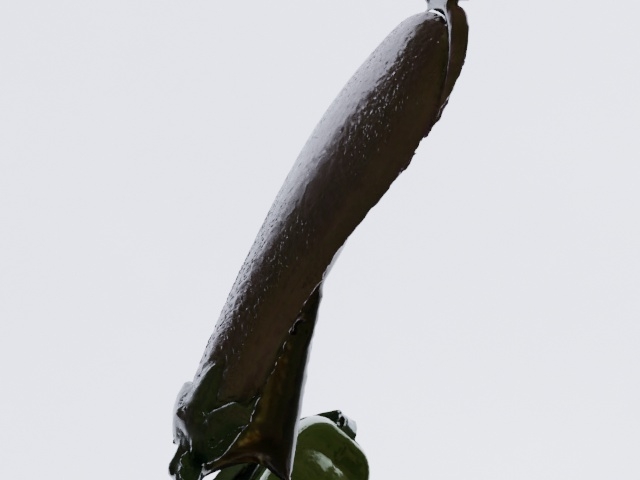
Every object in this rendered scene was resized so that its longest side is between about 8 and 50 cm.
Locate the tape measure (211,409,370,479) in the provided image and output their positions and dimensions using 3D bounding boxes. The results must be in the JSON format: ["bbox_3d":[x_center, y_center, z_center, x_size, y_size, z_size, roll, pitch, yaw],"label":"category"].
[{"bbox_3d":[-0.043,0.221,0.957,0.106,0.175,0.200,41,-140,-6],"label":"tape measure"}]

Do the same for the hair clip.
[{"bbox_3d":[-0.001,-0.001,0.789,0.095,0.110,0.358,25,-80,10],"label":"hair clip"}]
